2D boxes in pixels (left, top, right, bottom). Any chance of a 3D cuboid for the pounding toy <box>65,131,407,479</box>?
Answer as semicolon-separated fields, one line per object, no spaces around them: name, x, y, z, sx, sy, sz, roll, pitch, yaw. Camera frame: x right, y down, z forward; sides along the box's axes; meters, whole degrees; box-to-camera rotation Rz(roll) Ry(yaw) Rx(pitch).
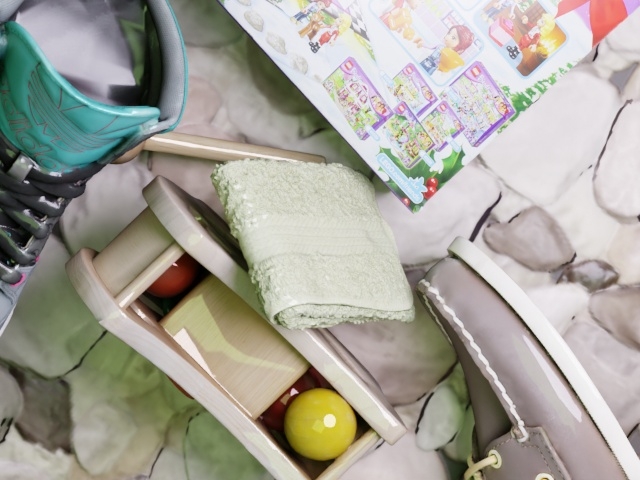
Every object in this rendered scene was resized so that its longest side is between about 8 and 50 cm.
pounding toy;-0.043;0.017;1.114;0.155;0.154;0.269;-44;92;3

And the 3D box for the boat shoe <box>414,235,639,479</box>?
boat shoe;0.148;0.149;1.139;0.097;0.116;0.324;-35;98;0

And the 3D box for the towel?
towel;0.000;0.000;1.097;0.027;0.148;0.110;-33;71;31

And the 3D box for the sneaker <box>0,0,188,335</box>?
sneaker;-0.165;-0.046;1.040;0.124;0.178;0.295;27;73;-20

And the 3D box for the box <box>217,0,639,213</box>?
box;0.031;-0.187;1.105;0.201;0.057;0.293;-42;110;2
